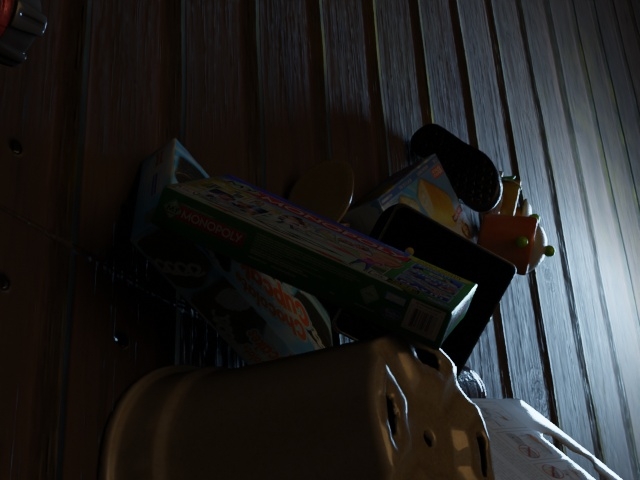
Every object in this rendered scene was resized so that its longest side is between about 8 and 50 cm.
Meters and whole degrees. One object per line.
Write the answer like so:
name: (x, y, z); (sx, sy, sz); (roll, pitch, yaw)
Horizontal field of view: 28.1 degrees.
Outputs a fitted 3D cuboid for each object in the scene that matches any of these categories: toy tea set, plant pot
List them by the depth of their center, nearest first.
plant pot: (-0.003, 0.241, 1.321); (0.334, 0.305, 0.334); (38, 40, -40)
plant pot: (0.121, 0.061, 1.735); (0.187, 0.188, 0.167); (28, 3, -13)
toy tea set: (0.331, 0.002, 2.153); (0.336, 0.124, 0.200); (-65, 165, -56)

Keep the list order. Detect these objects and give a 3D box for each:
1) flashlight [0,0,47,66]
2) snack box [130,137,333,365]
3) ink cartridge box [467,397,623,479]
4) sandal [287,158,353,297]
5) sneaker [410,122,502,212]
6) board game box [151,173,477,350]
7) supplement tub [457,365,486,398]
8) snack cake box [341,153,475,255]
flashlight: (-0.408, -0.259, 1.235); (0.304, 0.103, 0.103); (20, 55, -54)
snack box: (-0.096, 0.047, 1.516); (0.322, 0.060, 0.187); (50, 17, -27)
ink cartridge box: (0.210, 0.314, 1.582); (0.385, 0.091, 0.308); (4, 25, -42)
sandal: (-0.006, -0.001, 1.754); (0.079, 0.088, 0.240); (81, 18, -49)
sneaker: (0.237, -0.112, 2.130); (0.235, 0.084, 0.097); (54, -1, 45)
board game box: (0.002, 0.016, 1.358); (0.317, 0.046, 0.213); (24, 11, 10)
supplement tub: (0.145, 0.224, 1.782); (0.198, 0.106, 0.106); (7, 63, -56)
snack cake box: (0.133, -0.018, 1.955); (0.152, 0.089, 0.264); (61, 29, -6)
